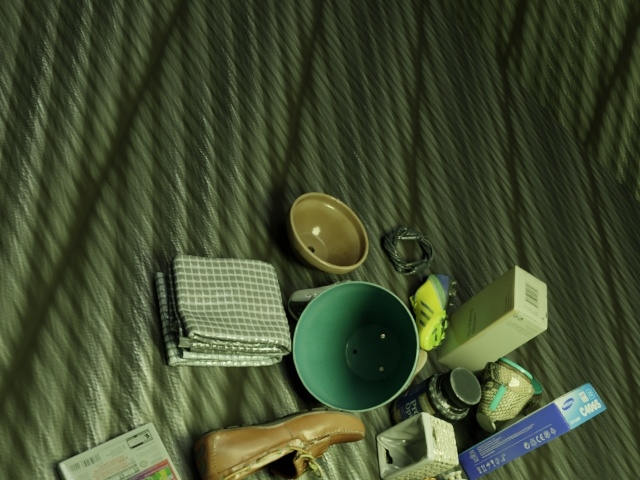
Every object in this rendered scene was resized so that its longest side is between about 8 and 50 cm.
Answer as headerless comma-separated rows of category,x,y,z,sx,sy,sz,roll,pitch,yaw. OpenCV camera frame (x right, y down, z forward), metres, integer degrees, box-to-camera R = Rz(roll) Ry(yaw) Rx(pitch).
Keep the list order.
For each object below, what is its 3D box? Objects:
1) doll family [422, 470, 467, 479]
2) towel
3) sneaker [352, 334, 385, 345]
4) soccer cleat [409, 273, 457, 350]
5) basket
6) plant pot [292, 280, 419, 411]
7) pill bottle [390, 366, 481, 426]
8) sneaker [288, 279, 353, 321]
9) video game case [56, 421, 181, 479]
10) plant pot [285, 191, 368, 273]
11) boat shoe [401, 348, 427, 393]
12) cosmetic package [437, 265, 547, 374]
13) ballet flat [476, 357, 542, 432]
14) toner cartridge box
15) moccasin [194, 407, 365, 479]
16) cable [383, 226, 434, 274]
doll family,0.286,0.618,1.678,0.262,0.118,0.163,2,57,-37
towel,-0.213,0.153,1.659,0.283,0.121,0.235,8,53,-33
sneaker,0.124,0.261,1.893,0.119,0.047,0.057,11,57,-21
soccer cleat,0.297,0.197,2.047,0.121,0.093,0.289,7,38,19
basket,0.223,0.482,1.707,0.103,0.167,0.113,22,47,-31
plant pot,0.102,0.254,1.743,0.290,0.290,0.195,63,9,19
pill bottle,0.277,0.389,1.776,0.122,0.219,0.123,20,47,-24
sneaker,0.040,0.155,1.880,0.292,0.110,0.118,6,35,-32
video game case,-0.360,0.458,1.380,0.201,0.023,0.183,-16,69,-45
plant pot,0.000,0.000,1.950,0.237,0.110,0.237,20,47,-23
boat shoe,0.219,0.323,1.899,0.059,0.063,0.170,47,41,-2
cosmetic package,0.455,0.222,1.979,0.113,0.309,0.160,31,43,-15
ballet flat,0.466,0.406,1.907,0.164,0.182,0.483,29,-2,22
toner cartridge box,0.502,0.466,1.794,0.165,0.348,0.075,-11,64,-43
moccasin,-0.068,0.437,1.533,0.380,0.139,0.147,0,59,-37
cable,0.260,0.027,2.184,0.184,0.047,0.150,-25,70,-43
